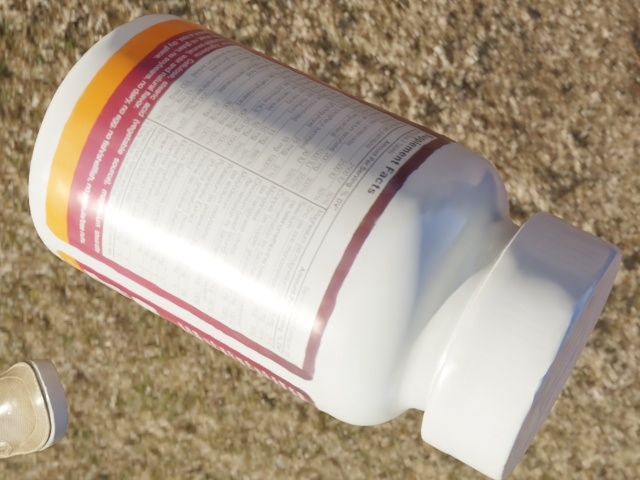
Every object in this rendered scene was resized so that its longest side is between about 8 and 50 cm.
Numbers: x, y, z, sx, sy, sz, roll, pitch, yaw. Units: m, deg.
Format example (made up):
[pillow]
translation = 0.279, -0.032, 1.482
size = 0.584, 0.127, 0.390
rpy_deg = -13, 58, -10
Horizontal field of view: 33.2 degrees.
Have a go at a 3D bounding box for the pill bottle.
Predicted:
[pill bottle]
translation = 0.000, 0.000, 0.443
size = 0.221, 0.121, 0.121
rpy_deg = 27, 127, 19

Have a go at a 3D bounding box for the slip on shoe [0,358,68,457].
[slip on shoe]
translation = -0.187, 0.102, 0.626
size = 0.041, 0.051, 0.135
rpy_deg = -13, 174, -37
